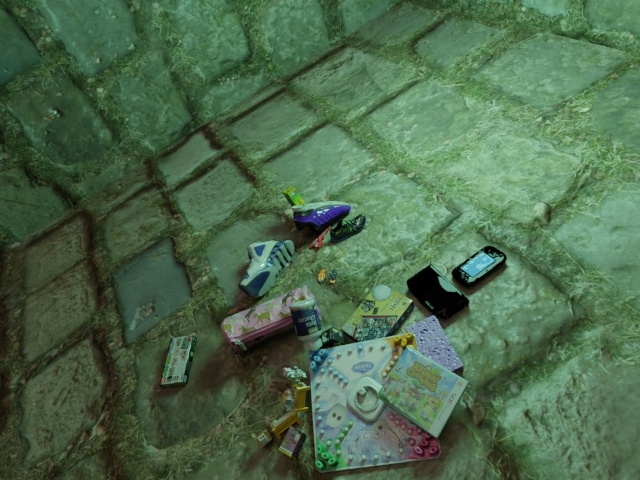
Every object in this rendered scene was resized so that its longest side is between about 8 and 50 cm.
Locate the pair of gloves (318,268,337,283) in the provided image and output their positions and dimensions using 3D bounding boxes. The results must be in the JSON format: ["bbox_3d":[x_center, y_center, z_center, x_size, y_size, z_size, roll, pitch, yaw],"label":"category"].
[{"bbox_3d":[0.030,0.152,1.766,0.083,0.010,0.074,-1,51,22],"label":"pair of gloves"}]

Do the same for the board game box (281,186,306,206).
[{"bbox_3d":[-0.104,-0.168,1.963,0.043,0.181,0.092,-41,24,-13],"label":"board game box"}]

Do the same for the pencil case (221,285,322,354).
[{"bbox_3d":[-0.187,0.310,1.625,0.386,0.160,0.167,-23,57,3],"label":"pencil case"}]

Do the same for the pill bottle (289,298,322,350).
[{"bbox_3d":[-0.047,0.304,1.487,0.094,0.094,0.169,-15,90,11],"label":"pill bottle"}]

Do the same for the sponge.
[{"bbox_3d":[0.387,0.368,1.414,0.117,0.031,0.210,-24,46,3],"label":"sponge"}]

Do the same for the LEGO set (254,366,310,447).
[{"bbox_3d":[-0.128,0.566,1.425,0.287,0.132,0.107,-65,30,3],"label":"LEGO set"}]

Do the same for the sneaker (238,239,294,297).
[{"bbox_3d":[-0.274,0.110,1.869,0.182,0.127,0.315,13,51,36],"label":"sneaker"}]

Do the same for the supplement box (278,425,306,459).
[{"bbox_3d":[-0.092,0.667,1.359,0.055,0.043,0.083,14,59,32],"label":"supplement box"}]

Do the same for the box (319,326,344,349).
[{"bbox_3d":[0.038,0.366,1.526,0.083,0.062,0.052,-35,40,33],"label":"box"}]

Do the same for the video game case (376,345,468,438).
[{"bbox_3d":[0.313,0.462,1.275,0.212,0.023,0.193,27,69,31],"label":"video game case"}]

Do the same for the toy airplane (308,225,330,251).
[{"bbox_3d":[0.000,0.000,1.855,0.151,0.028,0.151,-46,11,11],"label":"toy airplane"}]

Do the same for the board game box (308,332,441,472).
[{"bbox_3d":[0.152,0.515,1.347,0.390,0.050,0.390,-14,55,12],"label":"board game box"}]

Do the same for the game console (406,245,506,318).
[{"bbox_3d":[0.521,0.131,1.550,0.361,0.044,0.213,-34,47,-7],"label":"game console"}]

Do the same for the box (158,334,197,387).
[{"bbox_3d":[-0.592,0.501,1.720,0.114,0.036,0.207,-12,48,14],"label":"box"}]

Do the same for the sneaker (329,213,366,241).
[{"bbox_3d":[0.125,-0.064,1.861,0.188,0.078,0.067,-30,48,-3],"label":"sneaker"}]

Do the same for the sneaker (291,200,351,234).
[{"bbox_3d":[0.007,-0.104,1.926,0.293,0.146,0.102,-8,11,-23],"label":"sneaker"}]

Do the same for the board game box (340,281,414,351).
[{"bbox_3d":[0.214,0.289,1.548,0.165,0.042,0.243,28,67,38],"label":"board game box"}]
